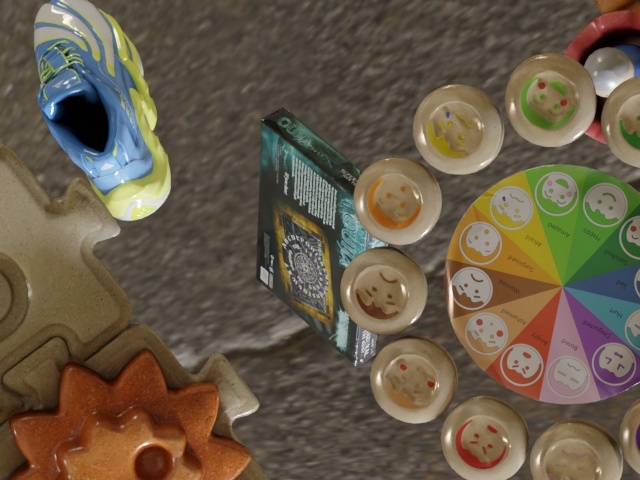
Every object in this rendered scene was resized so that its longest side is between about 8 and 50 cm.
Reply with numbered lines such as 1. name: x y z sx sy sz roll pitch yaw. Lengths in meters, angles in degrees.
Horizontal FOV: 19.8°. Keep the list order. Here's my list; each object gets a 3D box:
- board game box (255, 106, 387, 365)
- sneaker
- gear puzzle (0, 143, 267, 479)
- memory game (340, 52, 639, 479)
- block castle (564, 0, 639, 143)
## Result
1. board game box: 0.000 0.000 1.441 0.026 0.186 0.126 -33 58 -29
2. sneaker: -0.198 -0.137 1.565 0.091 0.126 0.240 -30 62 1
3. gear puzzle: -0.122 0.066 0.611 0.175 0.044 0.339 -37 102 -4
4. memory game: 0.096 0.018 0.734 0.186 0.012 0.186 3 101 16
5. block castle: 0.310 -0.271 1.114 0.453 0.213 0.303 -28 82 23
